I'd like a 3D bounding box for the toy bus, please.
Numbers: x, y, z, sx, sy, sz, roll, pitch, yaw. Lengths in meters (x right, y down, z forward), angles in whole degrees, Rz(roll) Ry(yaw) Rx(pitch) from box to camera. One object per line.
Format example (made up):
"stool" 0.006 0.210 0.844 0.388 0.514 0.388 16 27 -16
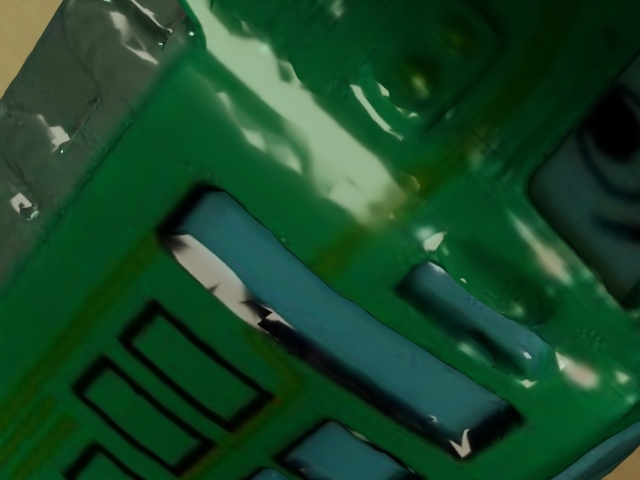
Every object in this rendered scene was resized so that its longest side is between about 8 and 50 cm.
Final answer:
"toy bus" 0.000 0.000 0.570 0.199 0.183 0.343 43 145 -1
